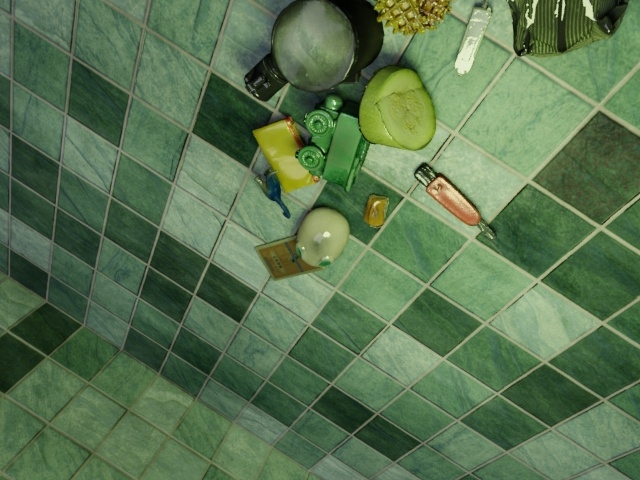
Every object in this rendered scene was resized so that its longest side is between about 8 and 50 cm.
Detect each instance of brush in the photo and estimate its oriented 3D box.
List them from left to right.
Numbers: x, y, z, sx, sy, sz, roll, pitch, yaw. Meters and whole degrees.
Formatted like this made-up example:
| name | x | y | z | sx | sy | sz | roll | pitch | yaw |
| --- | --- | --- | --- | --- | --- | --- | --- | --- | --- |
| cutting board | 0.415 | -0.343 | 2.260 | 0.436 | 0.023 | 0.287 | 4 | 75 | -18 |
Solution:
| name | x | y | z | sx | sy | sz | roll | pitch | yaw |
| --- | --- | --- | --- | --- | --- | --- | --- | --- | --- |
| brush | 0.416 | -0.114 | 1.361 | 0.323 | 0.051 | 0.070 | 43 | 120 | -4 |

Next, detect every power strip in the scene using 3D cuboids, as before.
| name | x | y | z | sx | sy | sz | roll | pitch | yaw |
| --- | --- | --- | --- | --- | --- | --- | --- | --- | --- |
| power strip | 0.386 | -0.513 | 1.124 | 0.048 | 0.030 | 0.191 | 21 | 127 | 11 |

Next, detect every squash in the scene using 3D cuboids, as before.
| name | x | y | z | sx | sy | sz | roll | pitch | yaw |
| --- | --- | --- | --- | --- | --- | --- | --- | --- | --- |
| squash | 0.206 | -0.351 | 1.175 | 0.133 | 0.220 | 0.220 | 28 | 136 | 47 |

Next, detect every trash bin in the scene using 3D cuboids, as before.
| name | x | y | z | sx | sy | sz | roll | pitch | yaw |
| --- | --- | --- | --- | --- | --- | --- | --- | --- | --- |
| trash bin | 0.032 | -0.502 | 1.111 | 0.203 | 0.301 | 0.251 | 8 | 120 | 19 |

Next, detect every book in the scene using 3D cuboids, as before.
| name | x | y | z | sx | sy | sz | roll | pitch | yaw |
| --- | --- | --- | --- | --- | --- | --- | --- | --- | --- |
| book | -0.120 | 0.067 | 1.717 | 0.242 | 0.018 | 0.170 | -16 | 114 | 30 |

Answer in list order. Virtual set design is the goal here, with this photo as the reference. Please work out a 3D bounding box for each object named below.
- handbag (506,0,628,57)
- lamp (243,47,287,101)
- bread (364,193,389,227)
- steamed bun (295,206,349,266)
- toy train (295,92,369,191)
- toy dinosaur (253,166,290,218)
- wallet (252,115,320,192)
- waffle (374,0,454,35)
| name | x | y | z | sx | sy | sz | roll | pitch | yaw |
| --- | --- | --- | --- | --- | --- | --- | --- | --- | --- |
| handbag | 0.513 | -0.551 | 0.920 | 0.248 | 0.240 | 0.340 | 2 | 123 | 27 |
| lamp | -0.135 | -0.483 | 1.275 | 0.228 | 0.172 | 0.147 | -31 | 107 | 33 |
| bread | 0.183 | -0.095 | 1.465 | 0.072 | 0.053 | 0.105 | 15 | 120 | 9 |
| steamed bun | 0.000 | 0.000 | 1.546 | 0.177 | 0.130 | 0.228 | 27 | 123 | -3 |
| toy train | 0.045 | -0.297 | 1.335 | 0.202 | 0.145 | 0.265 | 21 | 127 | 5 |
| toy dinosaur | -0.140 | -0.154 | 1.495 | 0.188 | 0.075 | 0.248 | 53 | 165 | -9 |
| wallet | -0.104 | -0.282 | 1.462 | 0.141 | 0.067 | 0.241 | -14 | 119 | 24 |
| waffle | 0.228 | -0.610 | 1.094 | 0.197 | 0.070 | 0.192 | 0 | 117 | 19 |
